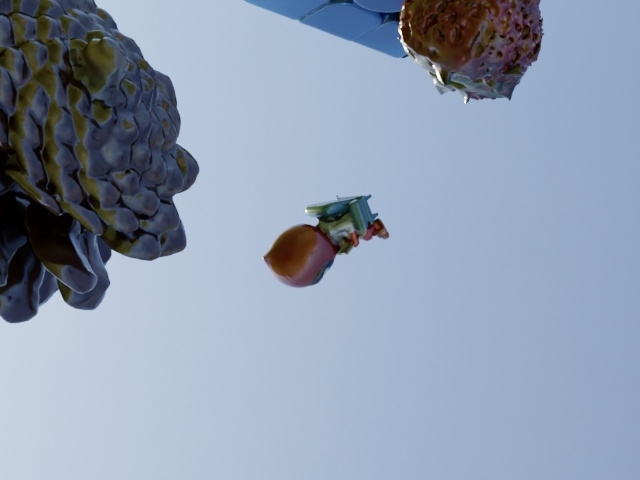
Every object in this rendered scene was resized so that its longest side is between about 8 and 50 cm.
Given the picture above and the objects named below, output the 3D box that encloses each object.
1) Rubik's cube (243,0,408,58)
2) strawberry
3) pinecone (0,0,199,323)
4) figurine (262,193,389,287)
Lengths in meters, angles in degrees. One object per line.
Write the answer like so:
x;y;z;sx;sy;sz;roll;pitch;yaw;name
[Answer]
0.092;-0.448;1.791;0.290;0.292;0.291;-21;-118;50;Rubik's cube
0.184;-0.264;1.581;0.184;0.187;0.201;16;-94;58;strawberry
-0.224;-0.066;0.940;0.264;0.264;0.264;-22;-123;38;pinecone
0.000;0.000;1.460;0.140;0.075;0.068;-31;-163;-24;figurine
